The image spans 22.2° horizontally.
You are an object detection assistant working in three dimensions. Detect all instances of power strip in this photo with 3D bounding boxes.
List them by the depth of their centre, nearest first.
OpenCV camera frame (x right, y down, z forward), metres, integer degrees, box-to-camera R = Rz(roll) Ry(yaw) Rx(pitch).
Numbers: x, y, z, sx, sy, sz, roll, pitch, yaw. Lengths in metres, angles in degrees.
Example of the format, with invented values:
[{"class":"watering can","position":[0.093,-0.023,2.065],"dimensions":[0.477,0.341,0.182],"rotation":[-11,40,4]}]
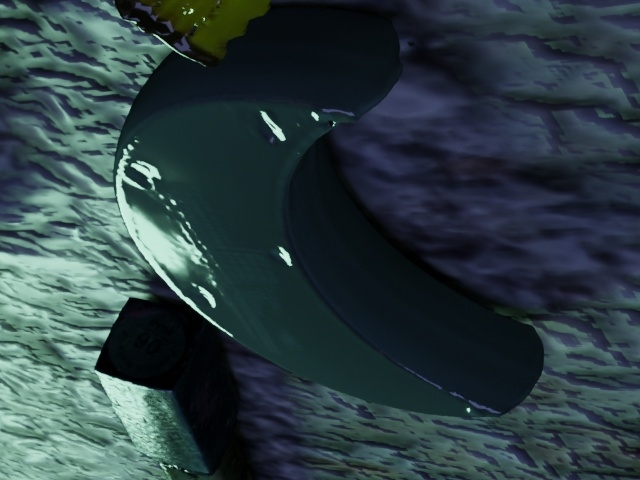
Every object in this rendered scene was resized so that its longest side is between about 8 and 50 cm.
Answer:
[{"class":"power strip","position":[0.000,0.000,0.714],"dimensions":[0.167,0.054,0.253],"rotation":[8,146,29]}]

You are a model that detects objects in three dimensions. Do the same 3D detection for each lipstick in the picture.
[{"class":"lipstick","position":[-0.067,0.137,0.982],"dimensions":[0.051,0.051,0.312],"rotation":[12,150,17]}]

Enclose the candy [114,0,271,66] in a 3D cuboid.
[{"class":"candy","position":[-0.106,-0.175,0.478],"dimensions":[0.297,0.081,0.187],"rotation":[34,146,-18]}]
